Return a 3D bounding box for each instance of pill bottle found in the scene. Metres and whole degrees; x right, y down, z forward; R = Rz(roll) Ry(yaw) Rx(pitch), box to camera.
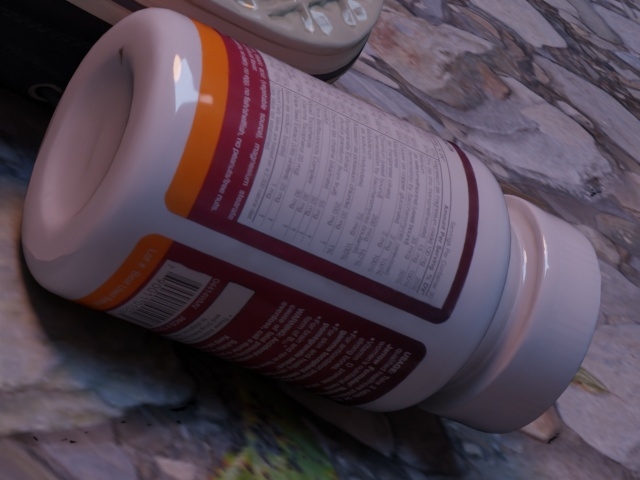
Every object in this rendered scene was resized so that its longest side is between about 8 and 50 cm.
[{"bbox_3d":[0.000,0.000,0.733,0.221,0.121,0.121,23,25,-27],"label":"pill bottle"}]

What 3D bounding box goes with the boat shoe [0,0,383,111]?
[{"bbox_3d":[-0.206,-0.189,0.761,0.500,0.156,0.187,28,53,-24],"label":"boat shoe"}]
